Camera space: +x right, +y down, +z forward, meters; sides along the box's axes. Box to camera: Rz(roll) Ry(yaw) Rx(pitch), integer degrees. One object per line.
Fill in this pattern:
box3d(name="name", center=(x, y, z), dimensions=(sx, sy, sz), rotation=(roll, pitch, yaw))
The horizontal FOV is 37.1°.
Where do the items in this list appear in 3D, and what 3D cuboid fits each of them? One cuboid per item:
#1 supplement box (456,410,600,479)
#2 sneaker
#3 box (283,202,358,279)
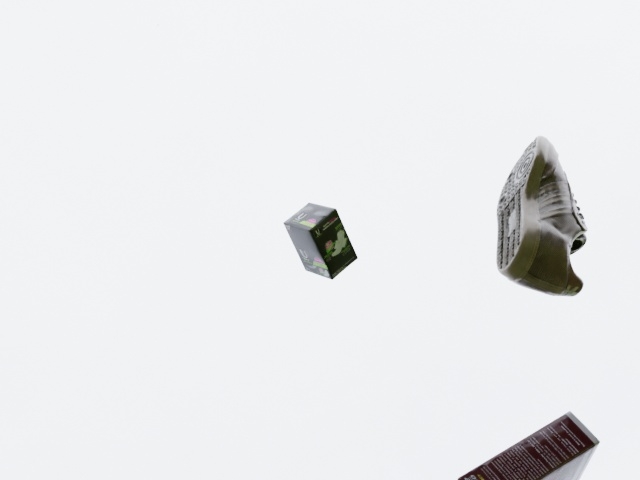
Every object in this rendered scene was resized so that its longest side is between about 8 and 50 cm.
box3d(name="supplement box", center=(0.311, 0.374, 1.483), dimensions=(0.239, 0.073, 0.130), rotation=(-23, -38, -28))
box3d(name="sneaker", center=(0.202, -0.018, 0.856), dimensions=(0.071, 0.188, 0.066), rotation=(28, -46, -7))
box3d(name="box", center=(0.000, 0.000, 1.266), dimensions=(0.052, 0.062, 0.083), rotation=(-39, -58, -26))
